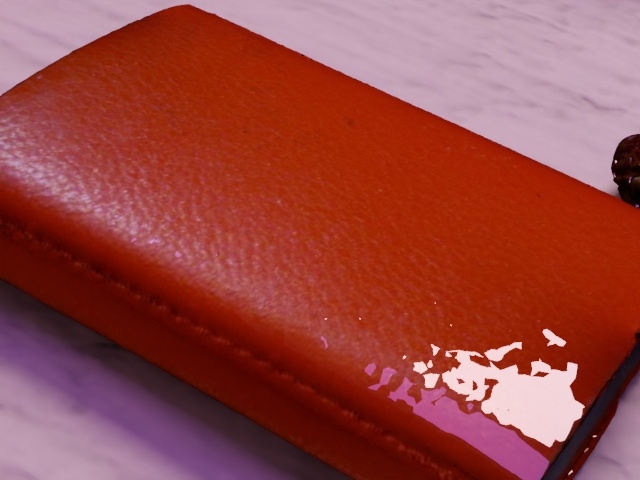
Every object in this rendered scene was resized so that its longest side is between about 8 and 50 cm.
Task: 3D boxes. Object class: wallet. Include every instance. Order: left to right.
[{"bbox_3d":[0.000,0.000,0.427,0.204,0.045,0.142,27,43,21],"label":"wallet"}]

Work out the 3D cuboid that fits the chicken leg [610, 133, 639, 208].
[{"bbox_3d":[0.155,0.005,0.464,0.145,0.037,0.062,36,67,29],"label":"chicken leg"}]
